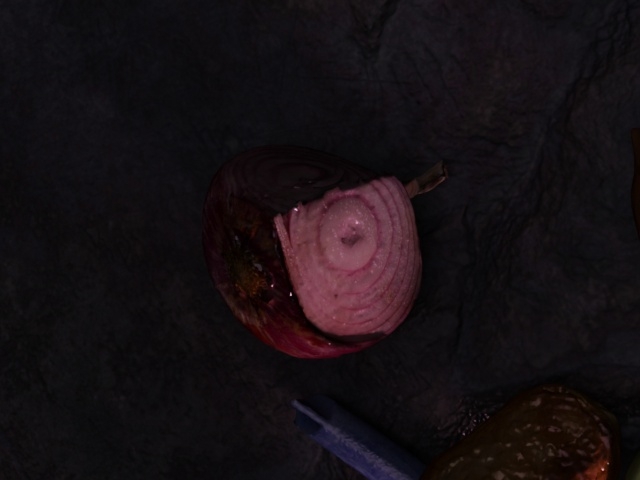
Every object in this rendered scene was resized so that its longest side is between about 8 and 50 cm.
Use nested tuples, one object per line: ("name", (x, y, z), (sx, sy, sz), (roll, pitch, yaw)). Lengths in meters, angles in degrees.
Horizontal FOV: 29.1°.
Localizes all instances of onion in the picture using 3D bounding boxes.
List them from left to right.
("onion", (-0.026, 0.012, 1.493), (0.230, 0.272, 0.256), (5, 89, 46))

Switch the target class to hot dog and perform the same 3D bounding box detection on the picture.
("hot dog", (0.236, 0.285, 1.454), (0.259, 0.114, 0.175), (-37, 68, -10))

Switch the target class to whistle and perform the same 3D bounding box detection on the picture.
("whistle", (0.092, 0.285, 1.543), (0.304, 0.062, 0.062), (33, 104, 15))

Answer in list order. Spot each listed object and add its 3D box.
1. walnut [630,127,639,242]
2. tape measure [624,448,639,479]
("walnut", (0.446, -0.017, 1.330), (0.298, 0.203, 0.203), (47, 107, 15))
("tape measure", (0.422, 0.286, 1.397), (0.175, 0.106, 0.200), (29, 105, 20))
